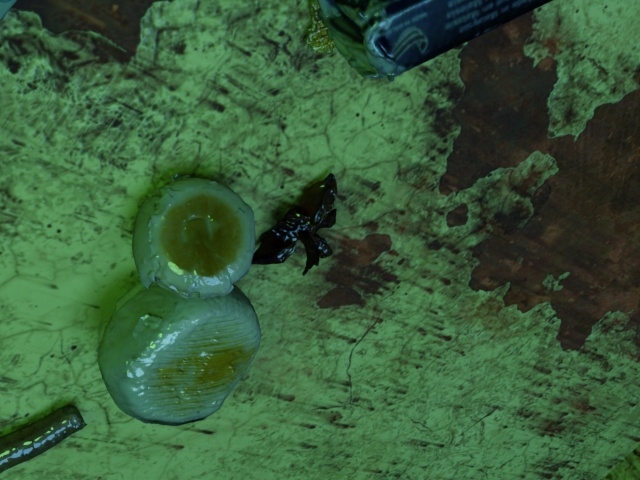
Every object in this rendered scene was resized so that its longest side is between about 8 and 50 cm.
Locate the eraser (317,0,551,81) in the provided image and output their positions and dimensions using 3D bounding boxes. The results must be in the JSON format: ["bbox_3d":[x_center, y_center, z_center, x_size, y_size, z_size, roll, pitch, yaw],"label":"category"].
[{"bbox_3d":[0.161,-0.297,1.037,0.332,0.155,0.102,-27,138,-8],"label":"eraser"}]

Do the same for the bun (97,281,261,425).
[{"bbox_3d":[-0.208,0.146,1.348,0.243,0.153,0.244,-27,133,-33],"label":"bun"}]

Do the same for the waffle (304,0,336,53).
[{"bbox_3d":[0.013,-0.268,1.187,0.078,0.016,0.085,0,130,-33],"label":"waffle"}]

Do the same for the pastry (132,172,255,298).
[{"bbox_3d":[-0.161,-0.003,1.237,0.165,0.166,0.088,-19,176,-16],"label":"pastry"}]

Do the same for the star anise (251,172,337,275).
[{"bbox_3d":[-0.008,0.006,1.350,0.140,0.144,0.158,-16,136,-31],"label":"star anise"}]

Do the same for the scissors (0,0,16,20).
[{"bbox_3d":[-0.311,-0.264,0.959,0.289,0.041,0.138,-46,139,13],"label":"scissors"}]

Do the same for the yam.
[{"bbox_3d":[-0.460,0.309,1.418,0.241,0.057,0.057,-26,139,-6],"label":"yam"}]
